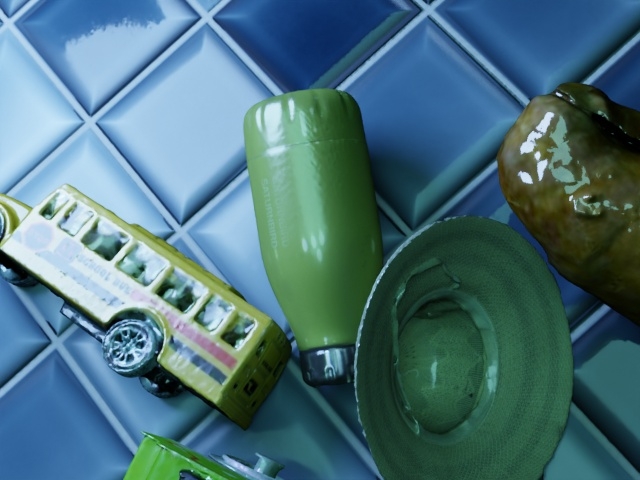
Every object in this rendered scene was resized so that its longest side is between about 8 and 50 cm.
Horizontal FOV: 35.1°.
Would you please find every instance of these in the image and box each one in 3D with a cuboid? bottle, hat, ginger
[{"bbox_3d":[0.000,0.000,0.917,0.112,0.112,0.260,-10,85,12],"label":"bottle"},{"bbox_3d":[0.094,0.104,0.853,0.110,0.252,0.251,-2,71,52],"label":"hat"},{"bbox_3d":[0.296,-0.010,0.832,0.321,0.172,0.165,22,44,13],"label":"ginger"}]

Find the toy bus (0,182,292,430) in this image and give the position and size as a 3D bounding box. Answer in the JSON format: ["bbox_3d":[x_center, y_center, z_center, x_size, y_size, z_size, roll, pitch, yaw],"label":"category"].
[{"bbox_3d":[-0.190,0.047,0.952,0.336,0.121,0.123,32,79,20],"label":"toy bus"}]

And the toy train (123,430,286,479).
[{"bbox_3d":[-0.038,0.272,0.786,0.307,0.249,0.173,23,80,19],"label":"toy train"}]
